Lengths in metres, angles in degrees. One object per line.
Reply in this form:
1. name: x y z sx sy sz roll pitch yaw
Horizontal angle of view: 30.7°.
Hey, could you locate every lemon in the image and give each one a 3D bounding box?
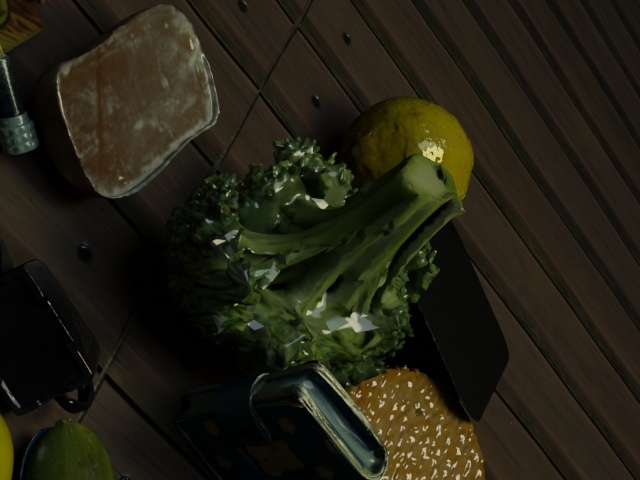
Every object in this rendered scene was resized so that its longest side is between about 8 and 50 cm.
1. lemon: 0.118 -0.105 1.584 0.193 0.180 0.181 55 30 -57

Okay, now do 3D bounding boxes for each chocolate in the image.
1. chocolate: -0.213 -0.146 1.231 0.254 0.080 0.157 -49 127 -51

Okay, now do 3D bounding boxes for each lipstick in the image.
1. lipstick: -0.300 -0.141 1.114 0.037 0.037 0.116 -40 124 -54

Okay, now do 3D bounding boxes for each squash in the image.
1. squash: -0.214 0.315 0.979 0.094 0.094 0.341 30 48 -43

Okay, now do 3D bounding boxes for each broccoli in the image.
1. broccoli: -0.016 -0.002 1.267 0.375 0.302 0.249 15 22 -45

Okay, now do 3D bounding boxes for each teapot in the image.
1. teapot: -0.257 0.076 1.057 0.177 0.087 0.096 60 12 -12

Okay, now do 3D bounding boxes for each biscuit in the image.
1. biscuit: 0.104 0.277 1.430 0.254 0.035 0.254 17 59 -31

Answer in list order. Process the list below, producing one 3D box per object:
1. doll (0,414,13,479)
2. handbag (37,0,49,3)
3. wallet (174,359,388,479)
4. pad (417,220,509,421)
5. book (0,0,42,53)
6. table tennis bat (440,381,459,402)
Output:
1. doll: -0.316 0.220 0.866 0.199 0.145 0.363 0 79 -13
2. handbag: -0.255 -0.346 1.198 0.116 0.179 0.205 48 22 -17
3. wallet: -0.046 0.195 1.170 0.141 0.202 0.059 55 47 -16
4. pad: 0.186 0.138 1.647 0.315 0.063 0.375 65 19 -1
5. book: -0.451 -0.319 1.031 0.428 0.039 0.300 59 36 -15
6. table tennis bat: 0.160 0.363 1.499 0.224 0.054 0.369 17 63 -44
